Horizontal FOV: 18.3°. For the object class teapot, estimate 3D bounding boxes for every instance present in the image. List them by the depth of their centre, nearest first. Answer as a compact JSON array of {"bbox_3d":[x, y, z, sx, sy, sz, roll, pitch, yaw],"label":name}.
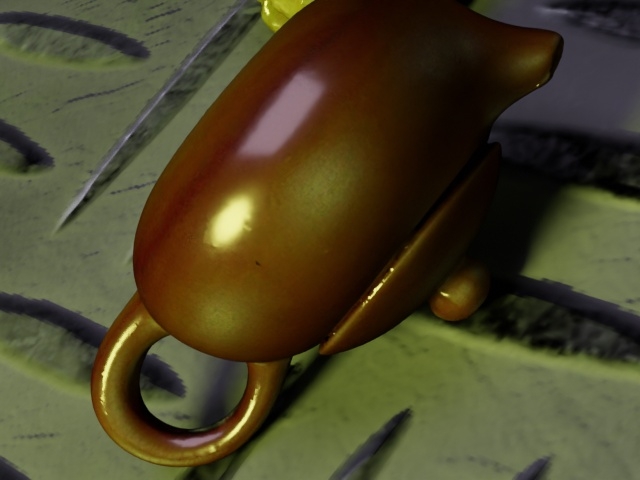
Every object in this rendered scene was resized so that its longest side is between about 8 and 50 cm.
[{"bbox_3d":[0.000,0.000,0.811,0.252,0.135,0.178,-52,-5,16],"label":"teapot"}]

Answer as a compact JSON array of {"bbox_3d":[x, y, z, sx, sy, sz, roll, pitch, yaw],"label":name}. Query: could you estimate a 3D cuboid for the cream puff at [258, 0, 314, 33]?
[{"bbox_3d":[-0.008,-0.199,1.005,0.194,0.195,0.221,-5,43,43],"label":"cream puff"}]
